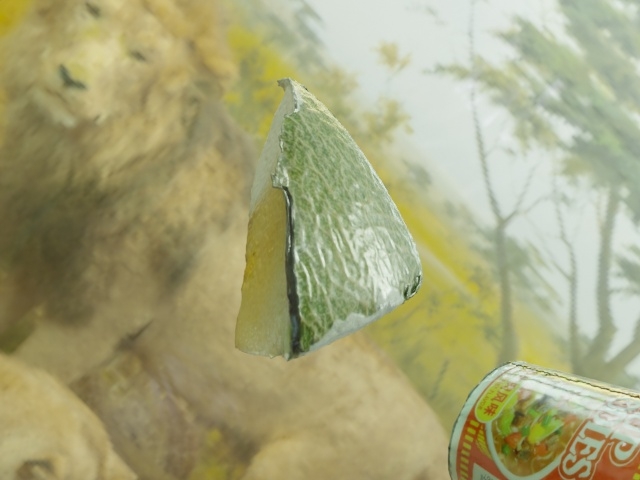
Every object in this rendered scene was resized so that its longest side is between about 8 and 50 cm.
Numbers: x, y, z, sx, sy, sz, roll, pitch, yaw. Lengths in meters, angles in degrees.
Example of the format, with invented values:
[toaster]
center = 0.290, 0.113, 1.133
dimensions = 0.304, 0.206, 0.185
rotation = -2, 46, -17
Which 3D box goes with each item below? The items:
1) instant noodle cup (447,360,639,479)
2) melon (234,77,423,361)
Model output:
[instant noodle cup]
center = 0.221, 0.189, 0.970
dimensions = 0.212, 0.193, 0.193
rotation = 20, -13, 45
[melon]
center = 0.005, 0.000, 0.770
dimensions = 0.139, 0.093, 0.202
rotation = 19, 57, -30
